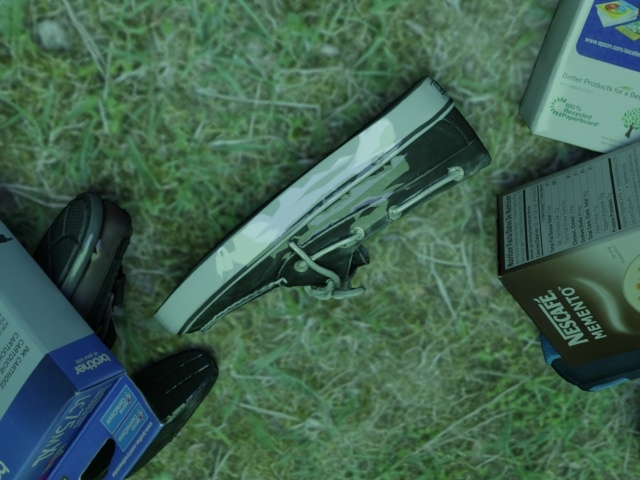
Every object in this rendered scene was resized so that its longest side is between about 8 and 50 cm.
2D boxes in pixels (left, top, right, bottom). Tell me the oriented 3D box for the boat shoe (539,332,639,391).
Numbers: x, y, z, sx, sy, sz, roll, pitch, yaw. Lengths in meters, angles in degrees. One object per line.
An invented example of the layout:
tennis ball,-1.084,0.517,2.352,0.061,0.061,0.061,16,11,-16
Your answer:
boat shoe,0.324,0.058,0.829,0.258,0.109,0.089,-22,126,28

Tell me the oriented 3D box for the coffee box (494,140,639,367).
coffee box,0.278,-0.004,0.734,0.247,0.098,0.141,-22,130,29

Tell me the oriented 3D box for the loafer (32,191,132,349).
loafer,-0.228,0.085,0.837,0.095,0.109,0.302,19,121,-30

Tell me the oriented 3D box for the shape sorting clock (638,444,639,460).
shape sorting clock,0.387,0.158,0.861,0.206,0.040,0.206,-10,136,-10

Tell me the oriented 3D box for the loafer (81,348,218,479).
loafer,-0.158,0.167,0.896,0.170,0.062,0.061,-40,148,10

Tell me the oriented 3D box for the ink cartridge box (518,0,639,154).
ink cartridge box,0.286,-0.218,0.707,0.166,0.065,0.332,15,115,-7

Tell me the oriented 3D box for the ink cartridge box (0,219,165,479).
ink cartridge box,-0.275,0.091,0.756,0.311,0.065,0.185,45,121,12

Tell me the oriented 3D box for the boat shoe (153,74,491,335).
boat shoe,0.001,-0.001,0.780,0.306,0.113,0.105,-38,95,6
